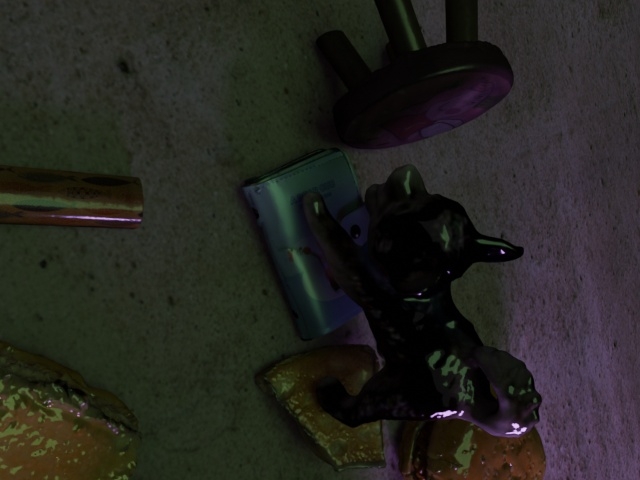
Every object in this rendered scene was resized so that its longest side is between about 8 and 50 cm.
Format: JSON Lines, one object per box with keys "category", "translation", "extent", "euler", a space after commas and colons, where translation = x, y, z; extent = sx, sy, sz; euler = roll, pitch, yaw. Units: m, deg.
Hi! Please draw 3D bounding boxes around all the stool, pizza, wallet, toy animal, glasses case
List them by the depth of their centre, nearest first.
{"category": "glasses case", "translation": [-0.295, -0.049, 0.695], "extent": [0.169, 0.041, 0.065], "euler": [2, 86, -36]}
{"category": "toy animal", "translation": [0.137, 0.074, 0.762], "extent": [0.194, 0.302, 0.345], "euler": [-14, 101, -38]}
{"category": "pizza", "translation": [-0.001, 0.250, 0.884], "extent": [0.204, 0.080, 0.188], "euler": [5, 62, -26]}
{"category": "wallet", "translation": [0.000, 0.000, 0.892], "extent": [0.176, 0.075, 0.251], "euler": [-28, 105, -30]}
{"category": "stool", "translation": [0.136, -0.264, 0.899], "extent": [0.272, 0.272, 0.179], "euler": [-9, 79, -36]}

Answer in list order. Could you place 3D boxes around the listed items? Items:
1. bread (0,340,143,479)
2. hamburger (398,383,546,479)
{"category": "bread", "translation": [-0.307, 0.217, 0.625], "extent": [0.245, 0.121, 0.174], "euler": [40, 74, -33]}
{"category": "hamburger", "translation": [0.273, 0.382, 1.035], "extent": [0.283, 0.144, 0.260], "euler": [52, 58, -29]}
